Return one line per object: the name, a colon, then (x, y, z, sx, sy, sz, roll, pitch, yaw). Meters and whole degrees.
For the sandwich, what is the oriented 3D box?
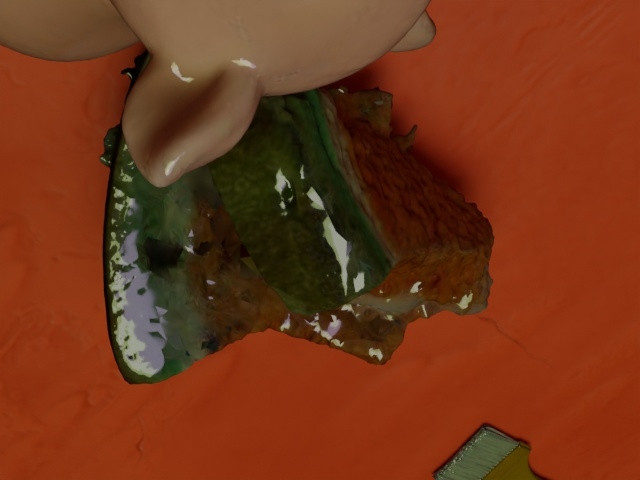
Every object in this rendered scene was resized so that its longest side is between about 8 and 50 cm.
sandwich: (0.000, 0.000, 0.771, 0.301, 0.162, 0.250, 12, 96, -27)

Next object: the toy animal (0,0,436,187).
toy animal: (-0.081, -0.180, 0.589, 0.326, 0.237, 0.269, -20, 102, 44)

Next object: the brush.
brush: (0.213, 0.241, 1.090, 0.205, 0.011, 0.083, 27, 119, -23)
